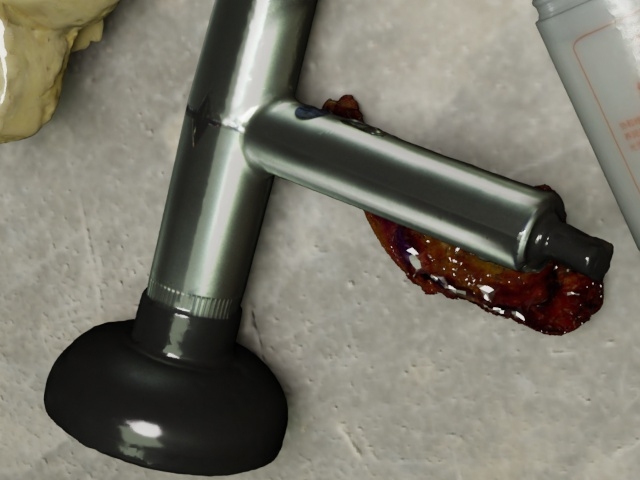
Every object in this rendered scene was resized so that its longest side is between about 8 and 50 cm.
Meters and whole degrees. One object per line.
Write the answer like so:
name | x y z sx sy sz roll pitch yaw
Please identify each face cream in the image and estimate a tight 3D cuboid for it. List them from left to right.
face cream | 0.170 -0.120 0.696 0.101 0.101 0.252 -23 98 23

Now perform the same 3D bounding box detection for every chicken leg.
chicken leg | 0.080 -0.011 0.788 0.205 0.053 0.093 25 89 2

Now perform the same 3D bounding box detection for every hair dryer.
hair dryer | -0.015 0.015 0.728 0.284 0.155 0.320 42 118 44

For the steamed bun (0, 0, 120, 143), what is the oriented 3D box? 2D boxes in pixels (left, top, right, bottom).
steamed bun | -0.229 -0.191 0.788 0.292 0.137 0.295 3 99 22
